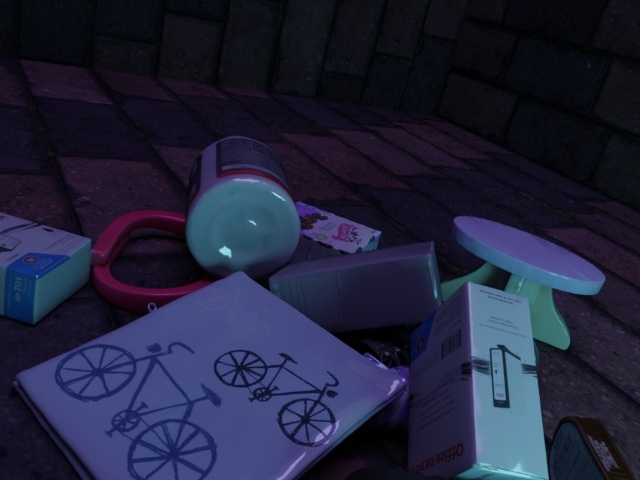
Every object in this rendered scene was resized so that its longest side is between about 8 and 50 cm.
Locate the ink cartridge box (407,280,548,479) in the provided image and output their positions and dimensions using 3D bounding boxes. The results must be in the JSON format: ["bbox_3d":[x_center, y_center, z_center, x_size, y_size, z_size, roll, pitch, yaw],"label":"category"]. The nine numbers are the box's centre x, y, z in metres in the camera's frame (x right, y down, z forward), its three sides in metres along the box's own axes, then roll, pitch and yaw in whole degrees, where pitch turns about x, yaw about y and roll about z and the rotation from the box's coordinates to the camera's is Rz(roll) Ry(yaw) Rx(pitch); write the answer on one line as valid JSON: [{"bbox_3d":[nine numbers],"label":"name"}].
[{"bbox_3d":[0.165,0.173,0.659,0.086,0.148,0.203,16,54,-12],"label":"ink cartridge box"}]

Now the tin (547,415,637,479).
[{"bbox_3d":[0.308,0.283,0.674,0.040,0.106,0.190,6,22,-1],"label":"tin"}]

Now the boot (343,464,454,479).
[{"bbox_3d":[0.162,0.326,0.453,0.348,0.131,0.260,8,21,-2],"label":"boot"}]

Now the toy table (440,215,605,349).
[{"bbox_3d":[0.352,0.080,1.092,0.274,0.161,0.252,28,26,27],"label":"toy table"}]

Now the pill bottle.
[{"bbox_3d":[-0.139,-0.077,1.022,0.176,0.176,0.318,8,24,-14],"label":"pill bottle"}]

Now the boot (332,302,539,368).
[{"bbox_3d":[0.156,0.163,0.877,0.229,0.091,0.263,-9,17,-43],"label":"boot"}]

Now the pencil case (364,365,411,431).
[{"bbox_3d":[0.149,0.208,0.779,0.206,0.086,0.088,9,-11,-18],"label":"pencil case"}]

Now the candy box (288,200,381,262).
[{"bbox_3d":[0.000,0.000,1.178,0.196,0.070,0.165,22,24,17],"label":"candy box"}]

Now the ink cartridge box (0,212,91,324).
[{"bbox_3d":[-0.447,0.030,0.835,0.190,0.082,0.139,17,23,3],"label":"ink cartridge box"}]

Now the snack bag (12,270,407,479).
[{"bbox_3d":[-0.122,0.167,0.690,0.323,0.037,0.342,29,40,34],"label":"snack bag"}]

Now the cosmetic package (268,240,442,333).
[{"bbox_3d":[0.057,0.071,0.875,0.238,0.107,0.127,-6,7,16],"label":"cosmetic package"}]

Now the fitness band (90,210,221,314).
[{"bbox_3d":[-0.259,0.031,0.987,0.209,0.054,0.291,14,24,-8],"label":"fitness band"}]
